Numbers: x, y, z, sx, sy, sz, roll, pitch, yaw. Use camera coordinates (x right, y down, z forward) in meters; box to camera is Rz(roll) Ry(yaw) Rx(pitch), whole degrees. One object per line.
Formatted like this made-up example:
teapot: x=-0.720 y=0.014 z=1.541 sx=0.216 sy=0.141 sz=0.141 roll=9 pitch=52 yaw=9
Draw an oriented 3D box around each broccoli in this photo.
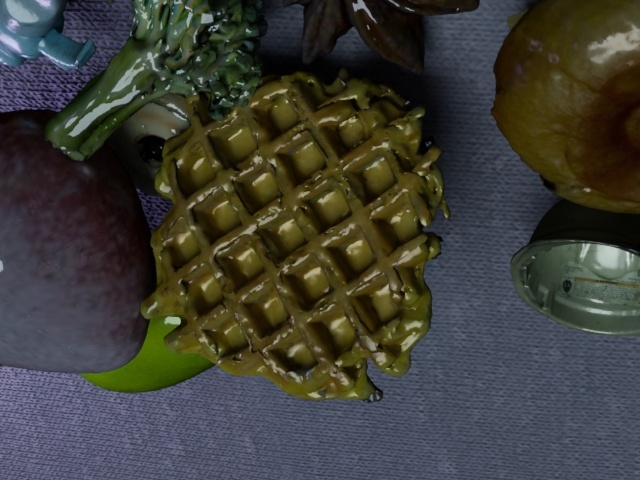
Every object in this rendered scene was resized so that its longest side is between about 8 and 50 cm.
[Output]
broccoli: x=-0.164 y=-0.181 z=1.468 sx=0.199 sy=0.177 sz=0.274 roll=29 pitch=97 yaw=11

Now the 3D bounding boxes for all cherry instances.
cherry: x=-0.371 y=0.014 z=1.622 sx=0.326 sy=0.291 sz=0.335 roll=-15 pitch=116 yaw=4

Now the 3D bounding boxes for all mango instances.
mango: x=-0.239 y=0.117 z=1.833 sx=0.343 sy=0.156 sz=0.192 roll=-30 pitch=114 yaw=39

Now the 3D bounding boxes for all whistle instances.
whistle: x=-0.341 y=-0.268 z=1.540 sx=0.186 sy=0.093 sz=0.274 roll=40 pitch=162 yaw=-11

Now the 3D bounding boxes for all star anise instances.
star anise: x=0.029 y=-0.304 z=1.408 sx=0.315 sy=0.108 sz=0.315 roll=13 pitch=135 yaw=13

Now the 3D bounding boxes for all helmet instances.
helmet: x=0.325 y=-0.001 z=1.507 sx=0.204 sy=0.137 sz=0.257 roll=10 pitch=157 yaw=12

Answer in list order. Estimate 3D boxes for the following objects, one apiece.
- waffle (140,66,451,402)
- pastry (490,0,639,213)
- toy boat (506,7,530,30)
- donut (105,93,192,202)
waffle: x=-0.036 y=-0.013 z=1.509 sx=0.382 sy=0.095 sz=0.379 roll=11 pitch=95 yaw=27
pastry: x=0.341 y=-0.155 z=1.317 sx=0.356 sy=0.163 sz=0.356 roll=5 pitch=147 yaw=3
toy boat: x=0.275 y=-0.251 z=1.381 sx=0.172 sy=0.066 sz=0.065 roll=-22 pitch=158 yaw=31
donut: x=-0.196 y=-0.130 z=1.671 sx=0.175 sy=0.068 sz=0.174 roll=13 pitch=133 yaw=15
